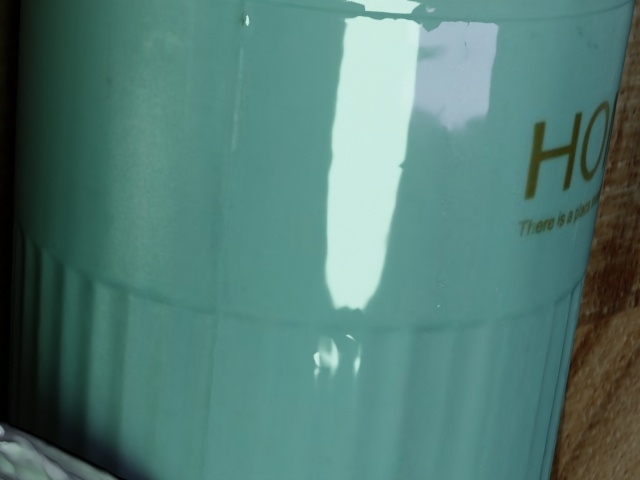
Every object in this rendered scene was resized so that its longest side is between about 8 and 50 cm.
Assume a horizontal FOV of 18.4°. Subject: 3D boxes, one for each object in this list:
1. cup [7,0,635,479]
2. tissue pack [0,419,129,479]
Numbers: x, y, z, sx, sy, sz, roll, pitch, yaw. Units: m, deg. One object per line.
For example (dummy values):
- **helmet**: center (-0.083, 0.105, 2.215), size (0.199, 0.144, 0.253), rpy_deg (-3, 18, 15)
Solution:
- **cup**: center (-0.019, 0.000, 0.896), size (0.257, 0.331, 0.311), rpy_deg (1, 108, -16)
- **tissue pack**: center (-0.215, 0.184, 0.706), size (0.332, 0.123, 0.245), rpy_deg (-43, 135, 13)
